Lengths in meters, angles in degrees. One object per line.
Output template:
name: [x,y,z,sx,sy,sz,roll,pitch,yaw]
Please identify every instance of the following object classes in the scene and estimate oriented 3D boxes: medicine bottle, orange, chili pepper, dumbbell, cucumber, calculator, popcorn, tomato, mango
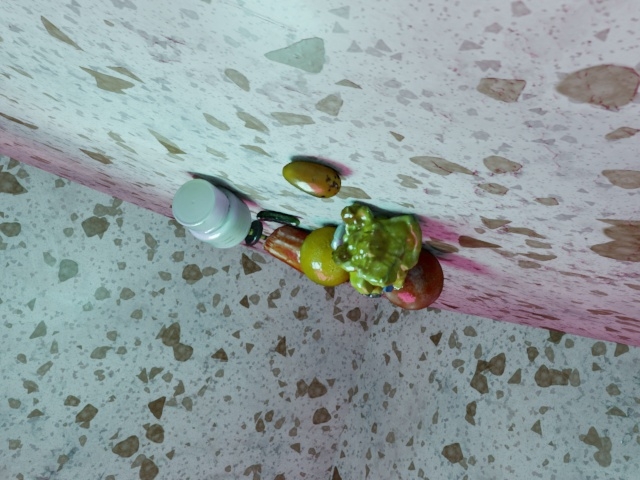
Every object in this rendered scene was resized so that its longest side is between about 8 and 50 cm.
medicine bottle: [-0.449,-0.111,1.894,0.241,0.241,0.302,14,170,20]
orange: [0.038,0.066,1.982,0.274,0.274,0.274,17,170,3]
chili pepper: [-0.102,0.031,2.279,0.305,0.229,0.251,30,-156,16]
dumbbell: [-0.303,-0.016,2.466,0.326,0.143,0.143,24,168,-35]
cucumber: [-0.185,-0.099,2.051,0.215,0.058,0.052,10,134,23]
calculator: [0.125,-0.003,1.801,0.045,0.141,0.246,25,176,35]
popcorn: [0.212,0.034,1.543,0.290,0.326,0.321,21,-148,-52]
tomato: [0.377,0.150,1.869,0.265,0.264,0.265,17,170,3]
mango: [-0.028,-0.175,1.270,0.178,0.090,0.115,24,179,11]

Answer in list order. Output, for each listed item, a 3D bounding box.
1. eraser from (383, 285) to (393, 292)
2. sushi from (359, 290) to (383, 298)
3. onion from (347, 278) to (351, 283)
eraser: [0.228,0.111,1.864,0.043,0.144,0.312,12,-177,-19]
sushi: [0.261,0.141,2.131,0.239,0.218,0.225,-3,147,9]
onion: [0.131,0.135,2.422,0.247,0.190,0.246,-4,174,0]
